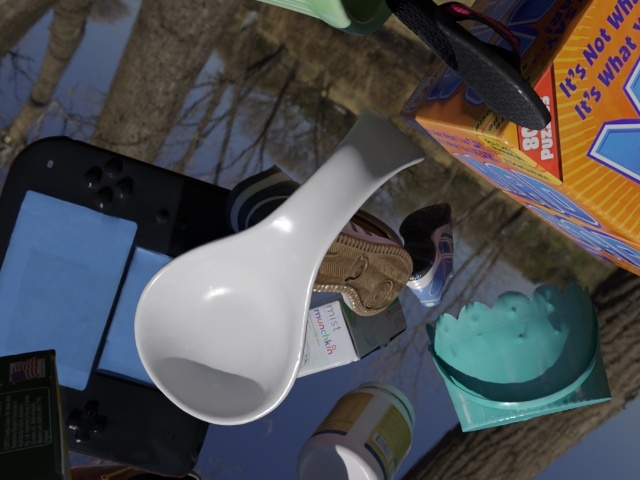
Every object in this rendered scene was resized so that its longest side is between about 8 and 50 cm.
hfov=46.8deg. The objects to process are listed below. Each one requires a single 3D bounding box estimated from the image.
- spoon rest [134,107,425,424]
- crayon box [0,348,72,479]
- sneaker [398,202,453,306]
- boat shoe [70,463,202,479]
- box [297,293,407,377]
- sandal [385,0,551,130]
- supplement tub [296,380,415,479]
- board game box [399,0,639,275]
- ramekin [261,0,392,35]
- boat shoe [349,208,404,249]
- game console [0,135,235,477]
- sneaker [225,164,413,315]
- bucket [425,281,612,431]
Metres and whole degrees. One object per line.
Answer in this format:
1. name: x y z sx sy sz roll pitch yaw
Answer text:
1. spoon rest: -0.038 0.025 0.542 0.137 0.276 0.084 41 -163 5
2. crayon box: -0.266 0.291 0.688 0.081 0.318 0.202 -7 -153 -19
3. sneaker: 0.167 0.017 1.148 0.081 0.080 0.211 61 -146 -27
4. boat shoe: -0.299 0.376 1.062 0.091 0.109 0.305 -3 177 33
5. box: 0.018 0.185 1.507 0.262 0.231 0.127 -14 -96 -62
6. sandal: 0.113 -0.152 0.555 0.179 0.040 0.067 51 178 27
7. supplement tub: 0.063 0.328 1.184 0.144 0.144 0.199 39 -148 9
8. board game box: 0.367 -0.177 0.820 0.356 0.356 0.356 33 -174 -14
9. ramekin: -0.006 -0.330 0.591 0.148 0.303 0.303 15 -176 18
10. boat shoe: -0.020 0.006 1.100 0.307 0.104 0.111 14 131 41
11. game console: -0.274 0.085 0.965 0.342 0.386 0.060 18 180 -4
12. sneaker: 0.000 0.000 0.888 0.153 0.099 0.282 40 -172 32
13. bucket: 0.324 0.195 1.200 0.281 0.281 0.183 19 -127 -59
